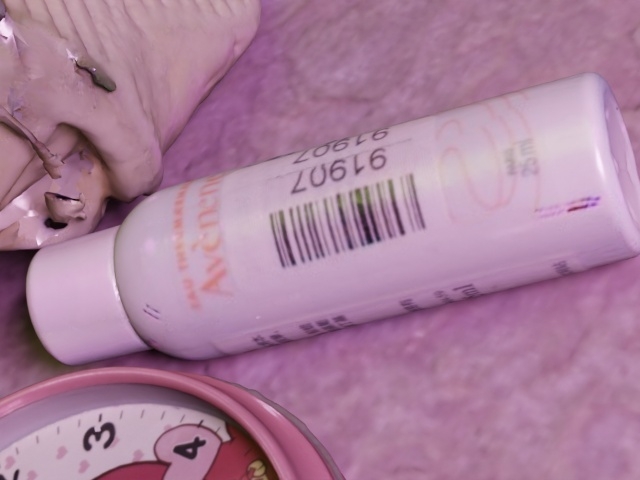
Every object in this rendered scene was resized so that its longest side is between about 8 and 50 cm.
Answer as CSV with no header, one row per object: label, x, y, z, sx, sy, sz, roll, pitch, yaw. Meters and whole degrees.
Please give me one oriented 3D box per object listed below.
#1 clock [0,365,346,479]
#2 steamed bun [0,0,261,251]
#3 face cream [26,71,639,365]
clock,-0.095,0.157,0.698,0.244,0.056,0.244,-14,52,18
steamed bun,-0.187,-0.117,0.855,0.207,0.268,0.280,-38,15,32
face cream,0.000,0.000,0.756,0.269,0.082,0.082,-15,49,17
